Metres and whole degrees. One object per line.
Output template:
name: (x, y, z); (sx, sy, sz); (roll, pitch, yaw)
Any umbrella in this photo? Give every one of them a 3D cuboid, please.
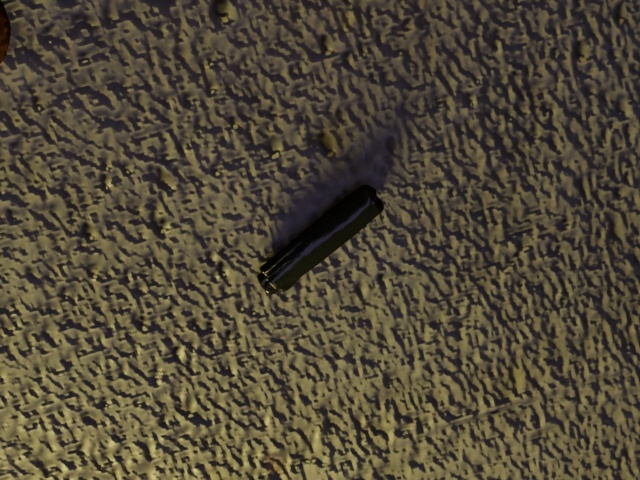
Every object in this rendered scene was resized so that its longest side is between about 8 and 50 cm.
umbrella: (0.001, 0.001, 1.213); (0.133, 0.031, 0.036); (-38, 113, 6)

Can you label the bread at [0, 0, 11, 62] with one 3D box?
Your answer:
bread: (-0.332, -0.201, 0.991); (0.232, 0.135, 0.246); (-43, 128, -13)
